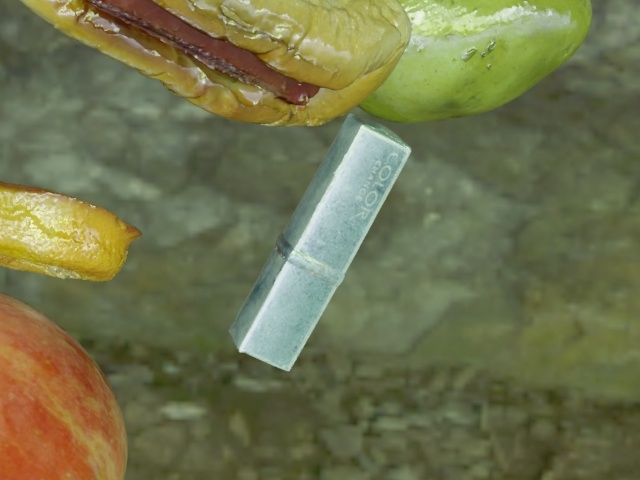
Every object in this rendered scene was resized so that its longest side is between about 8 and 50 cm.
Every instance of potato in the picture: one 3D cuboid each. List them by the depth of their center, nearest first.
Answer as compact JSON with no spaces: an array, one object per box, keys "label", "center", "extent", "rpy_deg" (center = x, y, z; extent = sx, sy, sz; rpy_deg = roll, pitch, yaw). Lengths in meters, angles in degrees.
[{"label":"potato","center":[0.141,-0.241,1.760],"extent":[0.304,0.216,0.216],"rpy_deg":[-24,18,-22]}]

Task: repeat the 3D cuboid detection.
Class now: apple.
[{"label":"apple","center":[-0.203,0.119,0.816],"extent":[0.164,0.209,0.209],"rpy_deg":[47,3,-7]}]

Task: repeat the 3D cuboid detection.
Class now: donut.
[{"label":"donut","center":[-0.359,-0.019,2.118],"extent":[0.253,0.118,0.253],"rpy_deg":[9,-10,2]}]

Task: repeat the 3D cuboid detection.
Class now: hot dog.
[{"label":"hot dog","center":[-0.051,-0.108,0.761],"extent":[0.084,0.073,0.242],"rpy_deg":[-30,-37,32]}]

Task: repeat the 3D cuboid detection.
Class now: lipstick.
[{"label":"lipstick","center":[0.000,0.000,1.803],"extent":[0.077,0.289,0.076],"rpy_deg":[27,10,-18]}]
